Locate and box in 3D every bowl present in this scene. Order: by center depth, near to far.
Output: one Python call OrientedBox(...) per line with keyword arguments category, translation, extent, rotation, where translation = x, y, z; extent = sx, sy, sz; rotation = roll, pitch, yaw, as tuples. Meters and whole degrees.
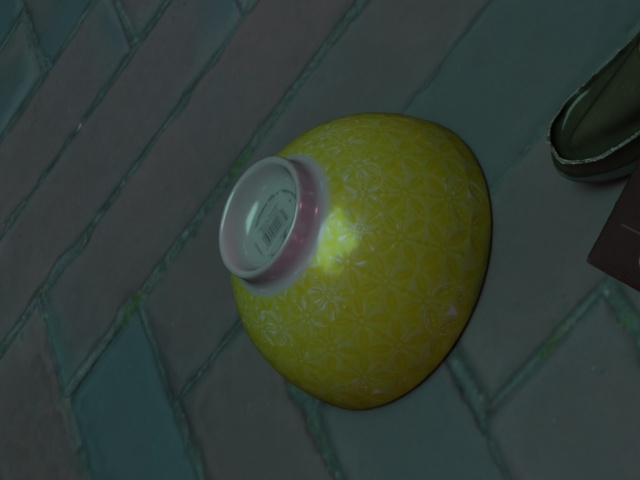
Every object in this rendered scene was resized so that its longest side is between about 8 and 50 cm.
OrientedBox(category="bowl", translation=(0.000, 0.000, 1.303), extent=(0.289, 0.156, 0.290), rotation=(-25, 55, 43))

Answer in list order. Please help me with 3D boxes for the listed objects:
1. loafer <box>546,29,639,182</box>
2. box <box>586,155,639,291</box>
OrientedBox(category="loafer", translation=(0.264, -0.138, 1.097), extent=(0.251, 0.087, 0.094), rotation=(-40, 46, 32))
OrientedBox(category="box", translation=(0.357, -0.103, 0.929), extent=(0.191, 0.143, 0.381), rotation=(34, 102, 52))
